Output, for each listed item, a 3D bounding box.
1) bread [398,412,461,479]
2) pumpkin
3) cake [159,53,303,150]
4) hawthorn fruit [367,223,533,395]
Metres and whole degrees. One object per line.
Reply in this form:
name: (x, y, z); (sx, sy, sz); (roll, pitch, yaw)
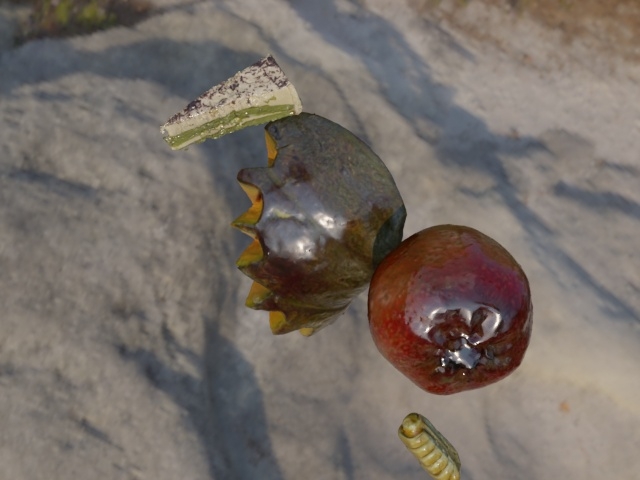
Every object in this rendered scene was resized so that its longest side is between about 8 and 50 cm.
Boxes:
bread: (0.107, 0.206, 1.316); (0.088, 0.033, 0.049); (48, 15, -29)
pumpkin: (0.000, 0.000, 1.429); (0.130, 0.149, 0.254); (-31, 116, -45)
cake: (-0.089, -0.133, 1.300); (0.140, 0.051, 0.055); (-18, 56, 3)
hawthorn fruit: (0.125, 0.058, 1.316); (0.169, 0.169, 0.188); (15, 28, -18)
